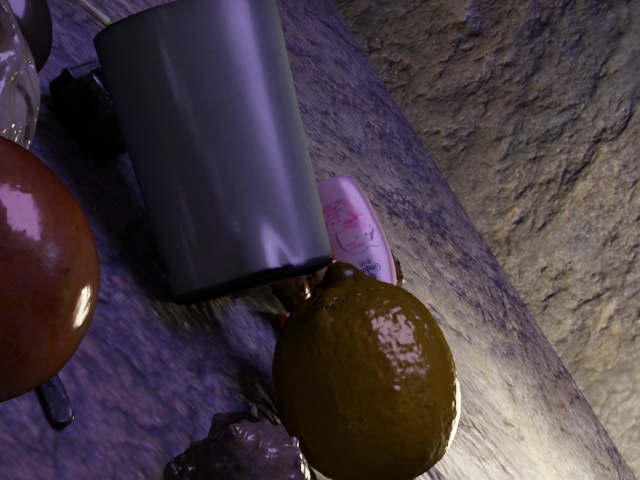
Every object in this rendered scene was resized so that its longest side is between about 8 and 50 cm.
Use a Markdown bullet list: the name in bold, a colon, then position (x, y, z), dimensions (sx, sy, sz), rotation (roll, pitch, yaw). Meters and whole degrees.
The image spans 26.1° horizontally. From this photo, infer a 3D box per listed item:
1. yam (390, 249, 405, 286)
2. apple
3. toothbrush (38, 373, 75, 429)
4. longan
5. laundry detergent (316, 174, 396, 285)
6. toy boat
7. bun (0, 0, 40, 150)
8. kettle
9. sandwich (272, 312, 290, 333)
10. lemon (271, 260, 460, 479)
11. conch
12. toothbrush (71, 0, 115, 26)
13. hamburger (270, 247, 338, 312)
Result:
- **yam**: position (0.078, 0.064, 2.401), dimensions (0.084, 0.127, 0.084), rotation (158, -90, -88)
- **apple**: position (-0.313, 0.022, 1.200), dimensions (0.253, 0.253, 0.253), rotation (47, 16, -17)
- **toothbrush**: position (-0.317, 0.070, 1.445), dimensions (0.030, 0.030, 0.297), rotation (-3, 53, -40)
- **longan**: position (-0.420, -0.273, 1.703), dimensions (0.187, 0.167, 0.167), rotation (27, 20, -8)
- **laundry detergent**: position (0.052, 0.063, 2.317), dimensions (0.088, 0.159, 0.335), rotation (65, 3, -77)
- **toy boat**: position (-0.294, -0.206, 2.022), dimensions (0.141, 0.092, 0.319), rotation (55, 15, -6)
- **bun**: position (-0.412, -0.200, 1.379), dimensions (0.365, 0.219, 0.365), rotation (55, 14, -21)
- **kettle**: position (-0.145, -0.111, 1.879), dimensions (0.361, 0.250, 0.377), rotation (152, -77, -76)
- **sandwich**: position (-0.043, 0.142, 2.088), dimensions (0.069, 0.026, 0.101), rotation (34, 20, -37)
- **lemon**: position (0.059, 0.184, 1.837), dimensions (0.245, 0.245, 0.320), rotation (-13, 87, -74)
- **conch**: position (-0.078, 0.272, 1.451), dimensions (0.178, 0.162, 0.245), rotation (-78, 160, -51)
- **toothbrush**: position (-0.353, -0.367, 2.368), dimensions (0.257, 0.018, 0.024), rotation (35, 25, -46)
- **hamburger**: position (-0.052, 0.011, 2.106), dimensions (0.231, 0.106, 0.231), rotation (53, -19, 27)
